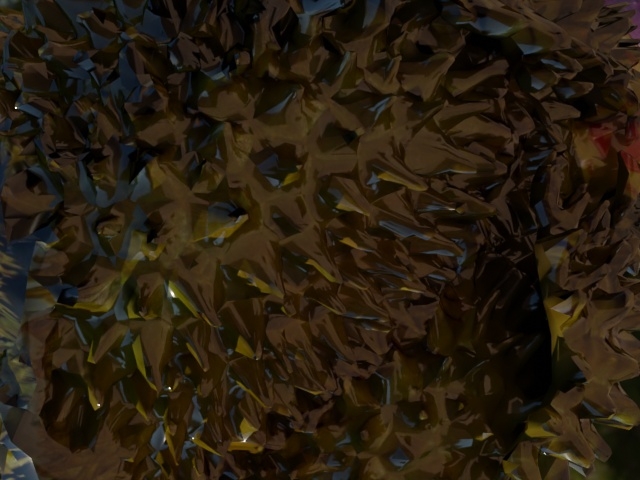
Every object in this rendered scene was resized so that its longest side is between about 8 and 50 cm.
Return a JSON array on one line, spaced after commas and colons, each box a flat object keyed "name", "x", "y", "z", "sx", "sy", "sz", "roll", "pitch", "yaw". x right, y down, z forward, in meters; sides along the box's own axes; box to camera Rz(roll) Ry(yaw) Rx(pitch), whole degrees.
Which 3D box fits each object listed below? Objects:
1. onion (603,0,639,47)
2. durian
[{"name": "onion", "x": 0.237, "y": -0.127, "z": 1.325, "sx": 0.207, "sy": 0.200, "sz": 0.201, "roll": 106, "pitch": 148, "yaw": -76}, {"name": "durian", "x": -0.009, "y": -0.007, "z": 0.631, "sx": 0.258, "sy": 0.293, "sz": 0.258, "roll": 41, "pitch": 177, "yaw": 3}]
